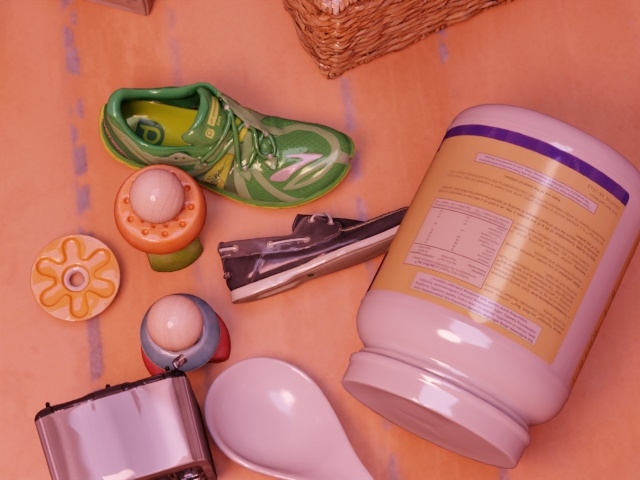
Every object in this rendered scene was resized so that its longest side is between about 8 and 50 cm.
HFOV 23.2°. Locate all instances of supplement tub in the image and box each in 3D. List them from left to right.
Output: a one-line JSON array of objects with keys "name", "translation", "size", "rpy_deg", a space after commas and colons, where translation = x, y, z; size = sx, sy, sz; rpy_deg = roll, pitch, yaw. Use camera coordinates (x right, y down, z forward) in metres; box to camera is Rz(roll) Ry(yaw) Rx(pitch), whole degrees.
[{"name": "supplement tub", "translation": [0.184, 0.049, 1.655], "size": [0.241, 0.241, 0.331], "rpy_deg": [26, 76, 6]}]

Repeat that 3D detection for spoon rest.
[{"name": "spoon rest", "translation": [-0.009, 0.237, 1.678], "size": [0.276, 0.084, 0.137], "rpy_deg": [46, 57, 8]}]

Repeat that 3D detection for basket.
[{"name": "basket", "translation": [0.091, -0.358, 1.772], "size": [0.299, 0.223, 0.213], "rpy_deg": [-24, 77, -5]}]

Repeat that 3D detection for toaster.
[{"name": "toaster", "translation": [-0.201, 0.213, 1.639], "size": [0.168, 0.186, 0.110], "rpy_deg": [-17, 71, -5]}]

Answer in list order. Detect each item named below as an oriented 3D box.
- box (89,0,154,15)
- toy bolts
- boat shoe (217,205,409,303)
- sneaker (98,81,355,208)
[{"name": "box", "translation": [-0.228, -0.442, 1.843], "size": [0.148, 0.121, 0.311], "rpy_deg": [16, 76, 4]}, {"name": "toy bolts", "translation": [-0.202, 0.046, 1.695], "size": [0.218, 0.158, 0.228], "rpy_deg": [-24, 77, -6]}, {"name": "boat shoe", "translation": [0.000, 0.000, 1.748], "size": [0.233, 0.084, 0.079], "rpy_deg": [-18, 76, -2]}, {"name": "sneaker", "translation": [-0.109, -0.109, 1.755], "size": [0.295, 0.123, 0.109], "rpy_deg": [9, 75, 1]}]
